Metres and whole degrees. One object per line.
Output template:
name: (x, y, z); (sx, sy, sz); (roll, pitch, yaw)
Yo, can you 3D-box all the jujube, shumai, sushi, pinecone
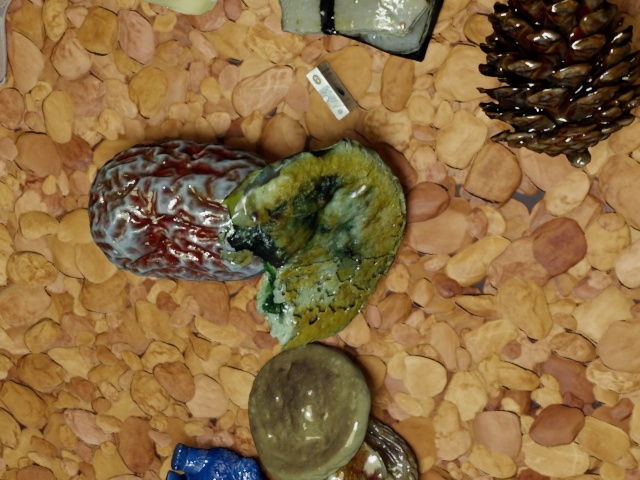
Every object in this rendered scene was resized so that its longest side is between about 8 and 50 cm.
jujube: (-0.195, -0.045, 1.772); (0.317, 0.226, 0.226); (1, 111, 23)
shumai: (0.064, 0.378, 1.887); (0.161, 0.153, 0.209); (-32, 94, 19)
sushi: (0.029, -0.336, 1.637); (0.273, 0.109, 0.134); (16, 114, 13)
pinecone: (0.314, -0.226, 1.524); (0.224, 0.224, 0.272); (-7, 104, 21)

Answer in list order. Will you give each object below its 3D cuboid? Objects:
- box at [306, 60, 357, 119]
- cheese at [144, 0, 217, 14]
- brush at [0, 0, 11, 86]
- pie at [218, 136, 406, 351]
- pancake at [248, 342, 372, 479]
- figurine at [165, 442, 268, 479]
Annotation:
box: (0.018, -0.224, 1.717); (0.024, 0.054, 0.083); (-35, 96, 23)
cheese: (-0.235, -0.493, 1.660); (0.260, 0.128, 0.315); (19, 113, 14)
brush: (-0.524, -0.385, 1.838); (0.072, 0.067, 0.313); (20, 118, 10)
pie: (0.000, 0.000, 1.693); (0.078, 0.296, 0.371); (40, 162, 40)
pancake: (-0.028, 0.279, 1.861); (0.242, 0.050, 0.242); (-13, 68, 34)
figurine: (-0.147, 0.432, 2.005); (0.262, 0.120, 0.164); (31, 118, -12)
